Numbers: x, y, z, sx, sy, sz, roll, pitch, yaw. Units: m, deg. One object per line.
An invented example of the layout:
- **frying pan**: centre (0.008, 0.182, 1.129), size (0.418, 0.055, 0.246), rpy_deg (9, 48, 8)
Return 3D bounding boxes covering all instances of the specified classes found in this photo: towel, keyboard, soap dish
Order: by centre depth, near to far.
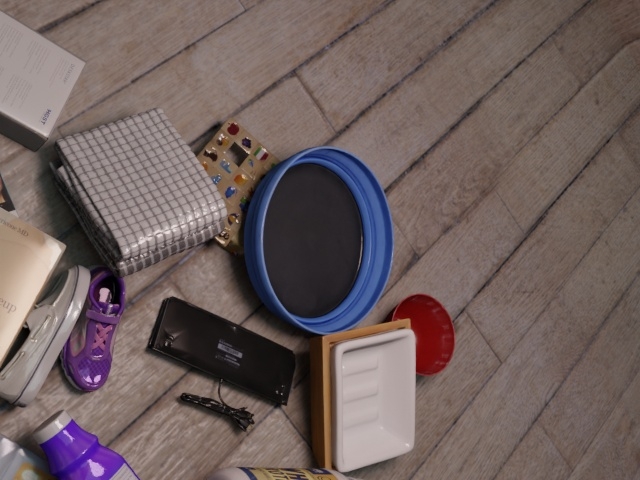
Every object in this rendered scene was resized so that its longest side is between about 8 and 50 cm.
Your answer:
- **towel**: centre (-0.339, -0.088, 1.680), size (0.235, 0.121, 0.284), rpy_deg (-25, 65, -29)
- **keyboard**: centre (-0.194, 0.255, 1.789), size (0.317, 0.033, 0.202), rpy_deg (28, 57, -25)
- **soap dish**: centre (0.084, 0.312, 1.866), size (0.228, 0.118, 0.291), rpy_deg (-8, 101, -35)

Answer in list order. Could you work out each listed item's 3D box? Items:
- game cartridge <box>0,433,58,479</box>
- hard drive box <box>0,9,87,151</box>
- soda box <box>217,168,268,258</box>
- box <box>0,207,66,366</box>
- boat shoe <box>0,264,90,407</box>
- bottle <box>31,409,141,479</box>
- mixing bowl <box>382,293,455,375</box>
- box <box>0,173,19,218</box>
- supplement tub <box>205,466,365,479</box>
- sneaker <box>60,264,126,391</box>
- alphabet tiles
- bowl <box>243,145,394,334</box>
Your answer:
- **game cartridge**: centre (-0.486, 0.474, 1.520), size (0.297, 0.062, 0.198), rpy_deg (38, 56, -21)
- **hard drive box**: centre (-0.571, -0.300, 1.641), size (0.232, 0.089, 0.181), rpy_deg (31, 63, -24)
- **soda box**: centre (-0.144, -0.055, 1.887), size (0.061, 0.058, 0.181), rpy_deg (35, 60, -22)
- **box**: centre (-0.551, 0.113, 1.452), size (0.148, 0.121, 0.311), rpy_deg (32, 63, -22)
- **boat shoe**: centre (-0.491, 0.152, 1.579), size (0.088, 0.096, 0.268), rpy_deg (33, 70, -27)
- **bottle**: centre (-0.372, 0.413, 1.525), size (0.283, 0.092, 0.118), rpy_deg (54, 51, -10)
- **mixing bowl**: centre (0.201, 0.214, 2.025), size (0.181, 0.098, 0.182), rpy_deg (9, 74, -32)
- **box**: centre (-0.574, -0.014, 1.581), size (0.100, 0.060, 0.244), rpy_deg (-24, 92, -36)
- **supplement tub**: centre (-0.056, 0.538, 1.686), size (0.316, 0.228, 0.229), rpy_deg (10, 72, -32)
- **sneaker**: centre (-0.399, 0.151, 1.631), size (0.095, 0.104, 0.237), rpy_deg (15, 71, -32)
- **alphabet tiles**: centre (-0.173, -0.108, 1.844), size (0.198, 0.009, 0.237), rpy_deg (42, 60, -12)
- **bowl**: centre (0.000, 0.000, 1.905), size (0.391, 0.077, 0.392), rpy_deg (0, 90, -44)
